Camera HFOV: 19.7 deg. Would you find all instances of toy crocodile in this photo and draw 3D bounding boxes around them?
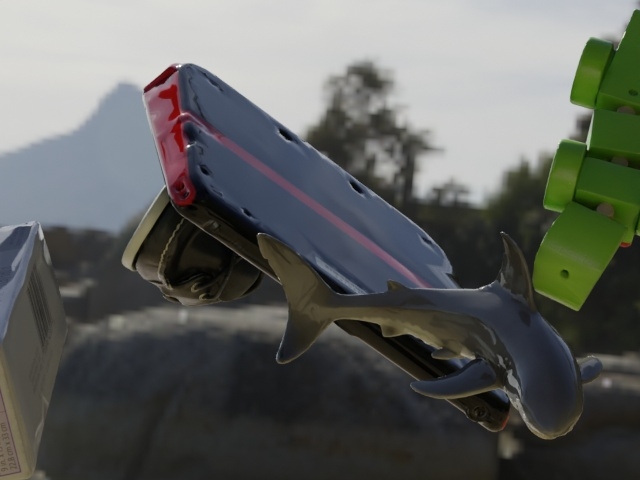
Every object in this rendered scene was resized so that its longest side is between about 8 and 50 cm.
[{"bbox_3d":[0.272,-0.083,1.677,0.115,0.341,0.105,15,-38,8],"label":"toy crocodile"}]

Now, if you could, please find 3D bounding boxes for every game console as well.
[{"bbox_3d":[0.000,0.000,1.732,0.386,0.060,0.342,35,18,-23],"label":"game console"}]

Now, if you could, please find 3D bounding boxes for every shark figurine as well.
[{"bbox_3d":[0.101,0.045,1.345,0.278,0.116,0.166,20,27,35],"label":"shark figurine"}]

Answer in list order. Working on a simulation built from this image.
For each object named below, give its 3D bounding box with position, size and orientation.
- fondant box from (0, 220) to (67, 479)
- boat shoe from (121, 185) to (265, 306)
[{"bbox_3d":[-0.347,0.095,1.228,0.330,0.096,0.238,-12,19,1],"label":"fondant box"},{"bbox_3d":[-0.110,0.012,1.836,0.113,0.127,0.340,35,-7,6],"label":"boat shoe"}]
